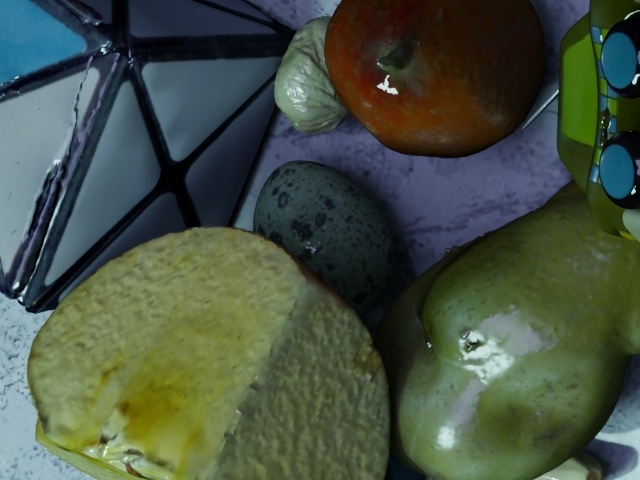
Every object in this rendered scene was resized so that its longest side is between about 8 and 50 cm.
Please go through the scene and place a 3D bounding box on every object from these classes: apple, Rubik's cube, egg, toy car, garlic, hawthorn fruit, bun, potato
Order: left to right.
[{"bbox_3d":[-0.255,-0.133,1.818,0.305,0.310,0.307,34,112,25],"label":"Rubik's cube"},{"bbox_3d":[-0.108,0.149,1.642,0.309,0.252,0.314,12,115,52],"label":"apple"},{"bbox_3d":[0.000,0.000,1.775,0.132,0.132,0.172,-39,64,31],"label":"egg"},{"bbox_3d":[0.007,-0.156,1.767,0.069,0.115,0.115,19,106,23],"label":"bun"},{"bbox_3d":[0.089,-0.163,1.624,0.199,0.251,0.199,2,95,19],"label":"hawthorn fruit"},{"bbox_3d":[0.187,0.080,1.624,0.202,0.218,0.351,31,114,-17],"label":"potato"},{"bbox_3d":[0.229,0.211,1.697,0.083,0.053,0.041,7,84,46],"label":"garlic"},{"bbox_3d":[0.270,-0.119,1.463,0.198,0.204,0.248,23,117,57],"label":"toy car"}]

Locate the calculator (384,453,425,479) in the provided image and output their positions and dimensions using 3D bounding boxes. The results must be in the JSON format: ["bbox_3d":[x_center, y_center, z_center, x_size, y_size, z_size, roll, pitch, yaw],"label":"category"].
[{"bbox_3d":[0.088,0.299,1.740,0.051,0.173,0.293,-19,85,9],"label":"calculator"}]

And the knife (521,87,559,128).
[{"bbox_3d":[0.257,-0.183,1.602,0.032,0.058,0.244,43,106,0],"label":"knife"}]
